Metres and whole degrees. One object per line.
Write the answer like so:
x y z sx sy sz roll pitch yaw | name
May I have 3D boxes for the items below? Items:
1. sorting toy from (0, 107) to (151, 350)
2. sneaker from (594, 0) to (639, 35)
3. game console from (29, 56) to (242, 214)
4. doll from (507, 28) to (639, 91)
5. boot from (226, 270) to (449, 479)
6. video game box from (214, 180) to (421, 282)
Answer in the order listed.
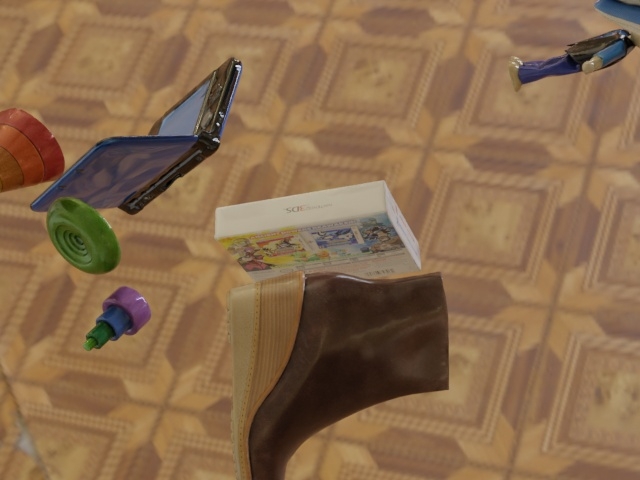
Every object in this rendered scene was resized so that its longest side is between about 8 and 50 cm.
-0.371 0.003 1.960 0.127 0.365 0.126 -7 29 46 | sorting toy
0.325 -0.317 1.480 0.323 0.130 0.236 44 37 23 | sneaker
-0.279 -0.159 2.162 0.293 0.173 0.250 -30 38 51 | game console
0.329 -0.229 1.768 0.189 0.046 0.129 -15 14 16 | doll
0.019 0.147 1.338 0.207 0.248 0.090 -2 18 -3 | boot
0.000 0.000 1.694 0.205 0.187 0.048 -9 68 13 | video game box
